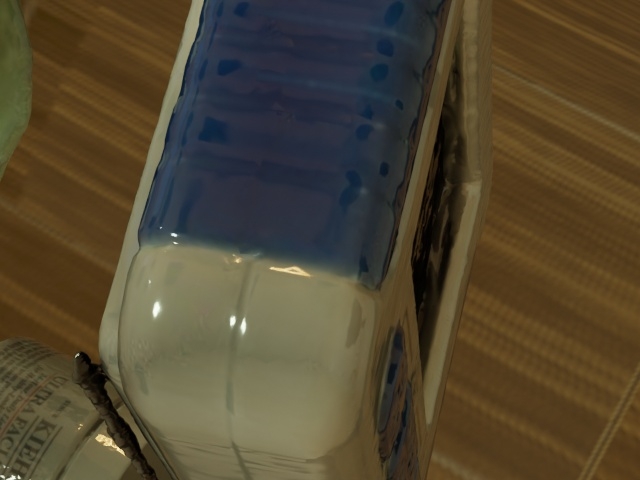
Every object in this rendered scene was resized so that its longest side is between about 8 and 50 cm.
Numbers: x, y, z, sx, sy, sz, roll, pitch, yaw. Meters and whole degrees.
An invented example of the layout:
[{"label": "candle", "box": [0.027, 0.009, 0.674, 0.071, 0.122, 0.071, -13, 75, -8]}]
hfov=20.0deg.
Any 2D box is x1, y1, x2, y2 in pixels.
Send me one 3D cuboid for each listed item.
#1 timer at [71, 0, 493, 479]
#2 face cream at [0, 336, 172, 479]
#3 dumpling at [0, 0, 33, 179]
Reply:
[{"label": "timer", "box": [0.000, 0.000, 0.517, 0.078, 0.253, 0.178, 10, 68, 9]}, {"label": "face cream", "box": [-0.190, 0.174, 1.292, 0.153, 0.177, 0.177, 23, 101, 17]}, {"label": "dumpling", "box": [-0.311, -0.131, 0.951, 0.270, 0.321, 0.211, -13, 53, 47]}]
